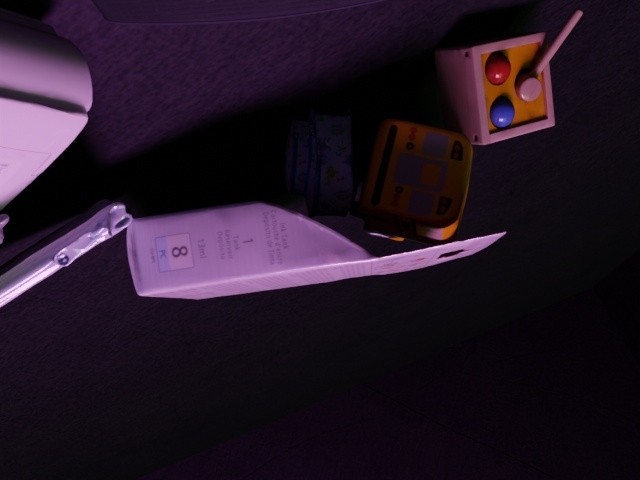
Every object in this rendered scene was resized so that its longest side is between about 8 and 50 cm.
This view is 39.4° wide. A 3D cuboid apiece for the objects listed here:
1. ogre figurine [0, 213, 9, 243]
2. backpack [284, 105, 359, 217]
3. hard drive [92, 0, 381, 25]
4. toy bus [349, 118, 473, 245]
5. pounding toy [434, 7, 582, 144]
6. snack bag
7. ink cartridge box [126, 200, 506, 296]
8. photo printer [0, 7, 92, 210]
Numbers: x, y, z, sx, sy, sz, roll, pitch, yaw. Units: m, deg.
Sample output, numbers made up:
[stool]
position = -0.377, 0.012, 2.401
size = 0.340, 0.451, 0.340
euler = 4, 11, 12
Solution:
[ogre figurine]
position = -0.296, 0.022, 0.620
size = 0.197, 0.097, 0.118
euler = 3, 155, -44
[backpack]
position = 0.000, -0.085, 1.042
size = 0.084, 0.114, 0.105
euler = -2, 160, -6
[hard drive]
position = -0.054, -0.206, 0.593
size = 0.254, 0.054, 0.172
euler = -4, 164, 8
[toy bus]
position = 0.117, -0.062, 1.129
size = 0.130, 0.108, 0.332
euler = 13, 176, 9
[pounding toy]
position = 0.221, -0.188, 1.028
size = 0.141, 0.130, 0.100
euler = -17, -164, -26
[snack bag]
position = -0.319, 0.052, 0.825
size = 0.323, 0.037, 0.342
euler = -33, -171, -9
[ink cartridge box]
position = 0.000, 0.000, 1.055
size = 0.385, 0.091, 0.308
euler = -10, 175, 2
[photo printer]
position = -0.350, -0.077, 0.605
size = 0.256, 0.107, 0.307
euler = -35, 159, 28
